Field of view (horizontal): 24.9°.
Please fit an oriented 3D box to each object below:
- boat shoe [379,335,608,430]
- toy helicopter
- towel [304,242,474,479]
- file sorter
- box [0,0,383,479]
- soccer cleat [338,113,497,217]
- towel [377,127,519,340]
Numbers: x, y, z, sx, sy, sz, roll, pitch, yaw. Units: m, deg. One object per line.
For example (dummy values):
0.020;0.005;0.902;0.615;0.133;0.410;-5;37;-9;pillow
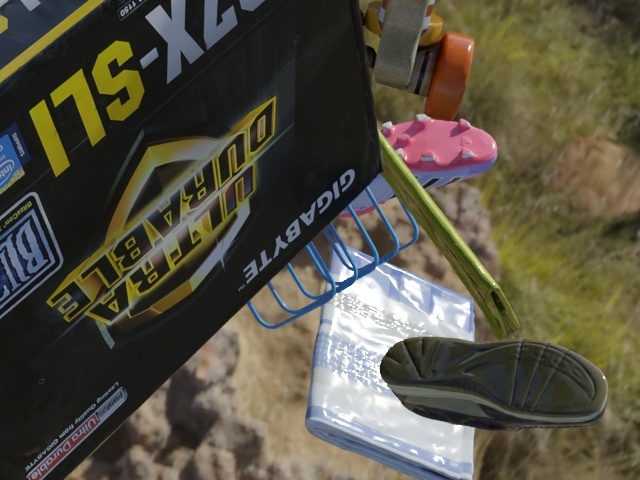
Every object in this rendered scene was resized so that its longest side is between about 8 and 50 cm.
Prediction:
0.164;0.139;1.341;0.223;0.073;0.080;5;52;30;boat shoe
0.090;-0.253;1.255;0.140;0.355;0.235;15;84;1;toy helicopter
0.086;0.142;1.656;0.209;0.034;0.285;24;43;-15;towel
0.000;0.000;1.426;0.170;0.118;0.104;-31;91;-50;file sorter
-0.105;-0.038;0.746;0.079;0.257;0.322;29;60;31;box
0.068;-0.071;1.556;0.248;0.095;0.083;-8;45;7;soccer cleat
0.053;-0.038;0.974;0.021;0.102;0.237;-37;65;3;towel
